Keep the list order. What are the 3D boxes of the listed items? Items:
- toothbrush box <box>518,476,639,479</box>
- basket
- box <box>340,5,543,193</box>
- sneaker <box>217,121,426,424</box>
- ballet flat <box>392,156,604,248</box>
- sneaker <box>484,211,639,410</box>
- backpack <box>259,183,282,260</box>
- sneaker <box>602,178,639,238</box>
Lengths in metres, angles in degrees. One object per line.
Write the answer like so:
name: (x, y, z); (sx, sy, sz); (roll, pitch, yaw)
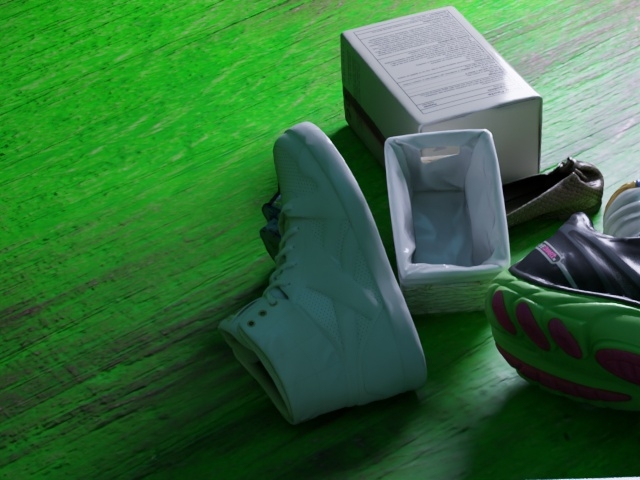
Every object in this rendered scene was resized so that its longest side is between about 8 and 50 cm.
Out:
toothbrush box: (0.283, 0.298, 1.470); (0.295, 0.126, 0.216); (-3, 34, 2)
basket: (0.126, -0.015, 1.901); (0.113, 0.103, 0.167); (-5, 60, -1)
box: (0.133, -0.147, 2.110); (0.149, 0.127, 0.232); (-15, 37, -15)
sneaker: (-0.028, 0.031, 1.809); (0.169, 0.108, 0.292); (-18, 71, -14)
ballet flat: (0.192, -0.038, 2.009); (0.250, 0.058, 0.084); (-15, 36, -16)
sneaker: (0.383, 0.080, 1.698); (0.483, 0.185, 0.202); (21, 59, 29)
backpack: (0.000, 0.000, 1.941); (0.114, 0.105, 0.084); (22, 65, 28)
sneaker: (0.435, 0.017, 1.895); (0.296, 0.112, 0.131); (-1, 53, 7)
